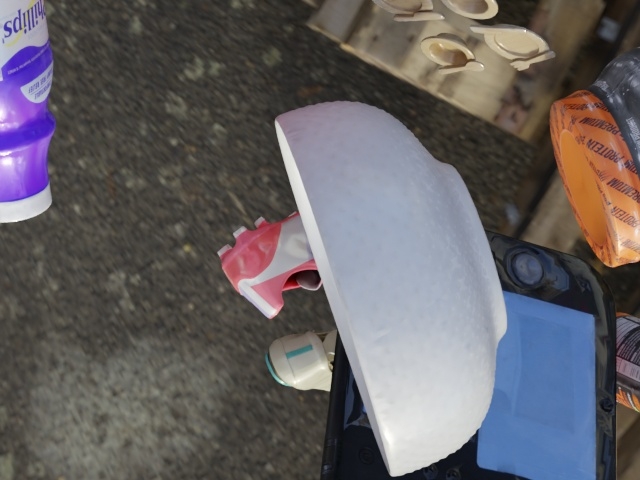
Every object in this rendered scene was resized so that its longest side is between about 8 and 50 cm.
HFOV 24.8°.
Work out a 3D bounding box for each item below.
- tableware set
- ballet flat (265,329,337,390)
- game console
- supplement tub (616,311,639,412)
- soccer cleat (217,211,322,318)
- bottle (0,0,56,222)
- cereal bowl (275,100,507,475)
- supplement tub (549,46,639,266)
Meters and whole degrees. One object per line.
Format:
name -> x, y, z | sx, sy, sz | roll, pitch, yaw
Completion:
tableware set -> 0.127, -0.200, 1.356 | 0.168, 0.141, 0.020 | 36, 66, -39
ballet flat -> 0.015, 0.140, 1.739 | 0.086, 0.086, 0.248 | -57, 163, 7
game console -> 0.177, 0.154, 1.638 | 0.342, 0.387, 0.060 | 19, 146, -17
supplement tub -> 0.383, 0.149, 1.774 | 0.106, 0.198, 0.106 | -9, 108, -29
soccer cleat -> 0.000, 0.000, 1.539 | 0.248, 0.083, 0.095 | -27, 78, -42
bottle -> -0.272, -0.155, 1.189 | 0.092, 0.118, 0.283 | 2, 116, 14
cereal bowl -> 0.074, 0.030, 1.293 | 0.141, 0.339, 0.339 | -18, 117, -1
supplement tub -> 0.396, -0.106, 1.334 | 0.338, 0.207, 0.207 | -19, 117, -2
